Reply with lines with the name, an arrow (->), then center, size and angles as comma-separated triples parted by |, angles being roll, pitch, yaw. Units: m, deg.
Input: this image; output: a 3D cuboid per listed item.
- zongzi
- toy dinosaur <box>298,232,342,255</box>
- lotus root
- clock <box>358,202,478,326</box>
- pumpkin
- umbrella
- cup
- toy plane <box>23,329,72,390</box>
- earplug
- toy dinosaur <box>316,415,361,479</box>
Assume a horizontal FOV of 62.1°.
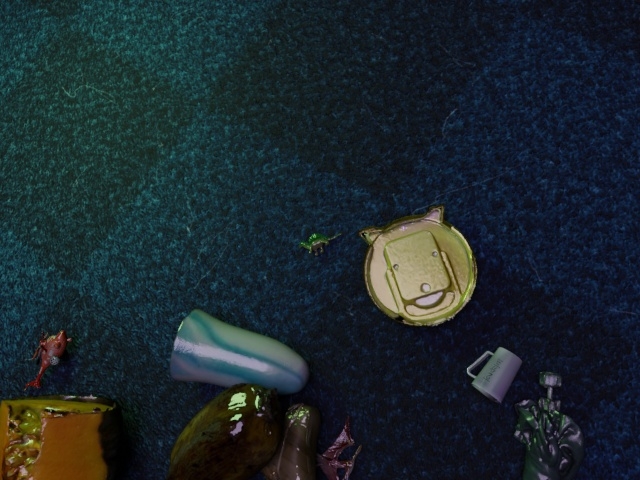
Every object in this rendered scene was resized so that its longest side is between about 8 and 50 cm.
zongzi -> -0.035, 0.488, 1.223 | 0.197, 0.099, 0.195 | 13, 73, 49
toy dinosaur -> -0.001, 0.000, 1.425 | 0.119, 0.029, 0.060 | -30, 56, 1
lotus root -> -0.223, 0.465, 1.222 | 0.397, 0.179, 0.196 | -43, 44, 24
clock -> 0.244, 0.072, 1.324 | 0.277, 0.071, 0.294 | -12, 73, 5
pumpkin -> -0.634, 0.496, 1.307 | 0.303, 0.256, 0.226 | 2, 79, 37
umbrella -> 0.491, 0.460, 1.151 | 0.143, 0.094, 0.349 | 8, 75, 10
cup -> 0.398, 0.306, 1.233 | 0.104, 0.074, 0.116 | 25, 76, 47
toy plane -> -0.755, 0.333, 1.461 | 0.077, 0.126, 0.194 | 26, 79, -10
earplug -> -0.183, 0.296, 1.309 | 0.323, 0.185, 0.185 | 12, 78, 11
toy dinosaur -> 0.036, 0.527, 1.265 | 0.108, 0.032, 0.220 | 7, 74, 17
